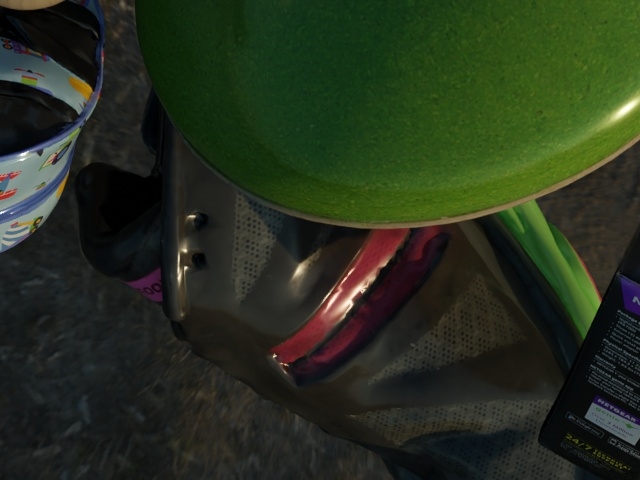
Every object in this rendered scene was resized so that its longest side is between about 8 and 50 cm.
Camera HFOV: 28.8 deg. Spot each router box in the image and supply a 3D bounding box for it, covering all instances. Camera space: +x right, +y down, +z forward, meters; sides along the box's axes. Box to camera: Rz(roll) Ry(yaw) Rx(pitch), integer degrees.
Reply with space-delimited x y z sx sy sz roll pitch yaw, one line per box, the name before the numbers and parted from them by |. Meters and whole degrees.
router box | 0.147 -0.010 0.463 0.046 0.133 0.179 27 62 14

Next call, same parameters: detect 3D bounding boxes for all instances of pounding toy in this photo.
pounding toy | -0.002 -0.119 0.339 0.236 0.110 0.183 29 74 32

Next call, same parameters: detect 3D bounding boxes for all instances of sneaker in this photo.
sneaker | 0.000 0.000 0.583 0.202 0.185 0.483 -25 101 -9

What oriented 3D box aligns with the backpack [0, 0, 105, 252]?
backpack | -0.170 -0.049 0.474 0.173 0.158 0.117 2 133 -9
